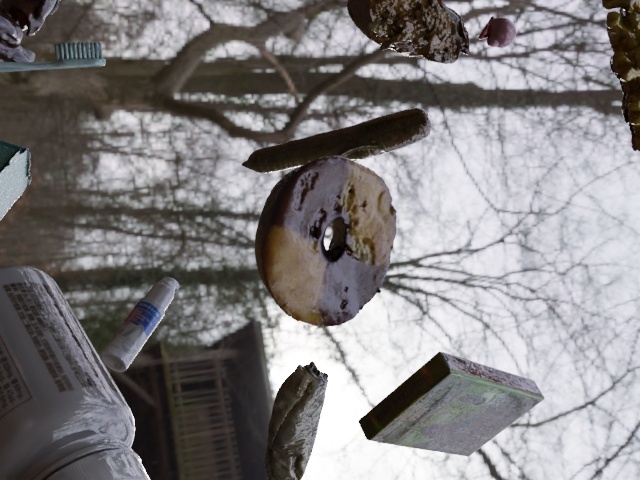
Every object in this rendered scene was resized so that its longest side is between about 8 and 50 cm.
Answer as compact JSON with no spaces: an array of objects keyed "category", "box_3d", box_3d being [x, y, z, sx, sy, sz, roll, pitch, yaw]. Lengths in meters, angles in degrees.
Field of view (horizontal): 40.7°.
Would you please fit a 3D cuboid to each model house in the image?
[{"category":"model house","box_3d":[-0.520,-0.100,1.250,0.148,0.148,0.119,-62,-179,-38]}]

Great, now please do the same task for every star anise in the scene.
[{"category":"star anise","box_3d":[-0.456,-0.304,1.278,0.102,0.272,0.272,52,-17,-22]}]

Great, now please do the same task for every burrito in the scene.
[{"category":"burrito","box_3d":[-0.030,0.212,0.954,0.063,0.058,0.230,-58,161,-48]}]

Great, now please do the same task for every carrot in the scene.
[{"category":"carrot","box_3d":[0.024,-0.162,1.503,0.070,0.342,0.070,-13,90,-80]}]

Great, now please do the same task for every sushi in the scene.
[{"category":"sushi","box_3d":[0.064,-0.166,0.633,0.060,0.118,0.062,10,-85,53]}]

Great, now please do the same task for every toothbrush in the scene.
[{"category":"toothbrush","box_3d":[-0.260,-0.123,0.596,0.016,0.219,0.019,-174,-103,-70]}]

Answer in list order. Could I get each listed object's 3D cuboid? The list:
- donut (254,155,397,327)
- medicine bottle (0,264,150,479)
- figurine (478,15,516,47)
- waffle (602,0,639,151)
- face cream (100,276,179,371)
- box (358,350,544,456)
[{"category":"donut","box_3d":[0.000,0.000,0.946,0.073,0.166,0.184,9,-90,59]},{"category":"medicine bottle","box_3d":[-0.142,0.085,0.432,0.140,0.079,0.079,49,-42,31]},{"category":"figurine","box_3d":[0.396,-0.459,1.910,0.071,0.083,0.067,33,-26,5]},{"category":"waffle","box_3d":[0.460,-0.217,1.181,0.069,0.293,0.260,-12,-89,32]},{"category":"face cream","box_3d":[-0.201,0.090,0.981,0.130,0.034,0.034,-59,179,-41]},{"category":"box","box_3d":[0.144,0.181,0.927,0.121,0.193,0.030,-45,-131,22]}]
